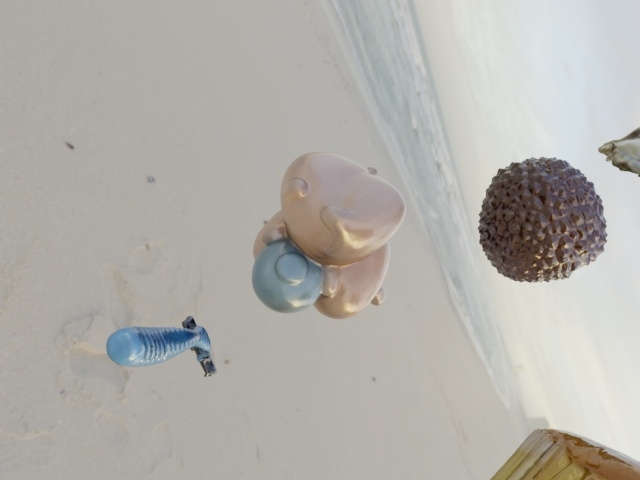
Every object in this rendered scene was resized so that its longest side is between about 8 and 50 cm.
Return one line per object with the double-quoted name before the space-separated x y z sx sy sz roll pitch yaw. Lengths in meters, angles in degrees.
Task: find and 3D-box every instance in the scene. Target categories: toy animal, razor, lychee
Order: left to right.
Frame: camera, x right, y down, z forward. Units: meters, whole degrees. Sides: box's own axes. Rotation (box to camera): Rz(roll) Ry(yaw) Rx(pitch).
"razor" -0.154 0.107 0.558 0.082 0.042 0.253 63 0 12
"toy animal" 0.014 -0.014 0.771 0.210 0.221 0.229 36 21 19
"lychee" 0.318 -0.033 0.783 0.188 0.188 0.188 -15 90 -74

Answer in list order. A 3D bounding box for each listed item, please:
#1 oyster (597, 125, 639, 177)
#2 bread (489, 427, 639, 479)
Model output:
"oyster" 0.280 -0.059 0.398 0.122 0.146 0.045 -55 131 -37
"bread" 0.276 0.284 0.463 0.204 0.156 0.288 50 -11 -5
